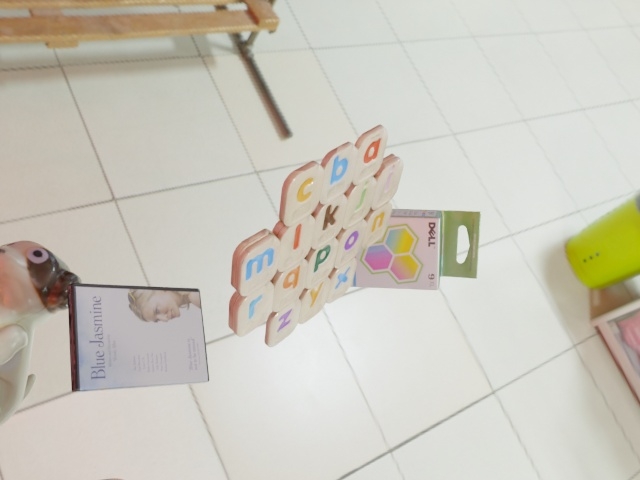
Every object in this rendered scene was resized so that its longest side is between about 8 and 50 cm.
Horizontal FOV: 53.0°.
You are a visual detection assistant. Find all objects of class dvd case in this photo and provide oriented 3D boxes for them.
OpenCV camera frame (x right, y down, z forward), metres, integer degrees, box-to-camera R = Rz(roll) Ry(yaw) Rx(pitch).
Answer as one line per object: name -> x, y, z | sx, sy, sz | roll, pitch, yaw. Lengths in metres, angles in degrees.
dvd case -> -0.315, 0.167, 1.130 | 0.253, 0.022, 0.180 | 7, 67, -42

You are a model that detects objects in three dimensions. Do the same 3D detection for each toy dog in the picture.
toy dog -> -0.674, 0.193, 1.327 | 0.408, 0.284, 0.395 | -62, 145, -7

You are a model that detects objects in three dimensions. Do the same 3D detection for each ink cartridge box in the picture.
ink cartridge box -> 0.126, 0.012, 0.943 | 0.209, 0.109, 0.062 | 2, 16, 12

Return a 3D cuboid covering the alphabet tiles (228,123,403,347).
alphabet tiles -> 0.000, 0.000, 0.782 | 0.021, 0.278, 0.284 | 36, 49, 26

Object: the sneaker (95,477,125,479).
sneaker -> -0.495, 0.538, 1.131 | 0.321, 0.124, 0.180 | -4, 84, -9
